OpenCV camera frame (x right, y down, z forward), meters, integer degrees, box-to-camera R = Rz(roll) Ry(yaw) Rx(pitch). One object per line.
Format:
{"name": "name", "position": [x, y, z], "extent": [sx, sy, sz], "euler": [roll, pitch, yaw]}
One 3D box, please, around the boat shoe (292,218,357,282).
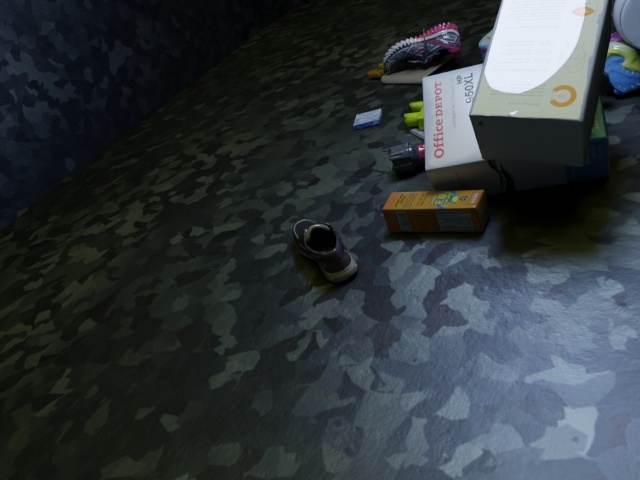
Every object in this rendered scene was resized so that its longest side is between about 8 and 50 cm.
{"name": "boat shoe", "position": [0.000, 0.000, 1.481], "extent": [0.103, 0.092, 0.285], "euler": [-27, 31, -8]}

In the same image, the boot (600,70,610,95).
{"name": "boot", "position": [0.670, -0.498, 1.744], "extent": [0.338, 0.118, 0.223], "euler": [10, 60, 45]}

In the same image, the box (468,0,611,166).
{"name": "box", "position": [0.466, -0.349, 1.284], "extent": [0.215, 0.168, 0.345], "euler": [10, 69, 28]}

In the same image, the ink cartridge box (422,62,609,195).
{"name": "ink cartridge box", "position": [0.451, -0.274, 1.457], "extent": [0.395, 0.166, 0.285], "euler": [-8, 62, 23]}

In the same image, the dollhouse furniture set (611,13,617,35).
{"name": "dollhouse furniture set", "position": [0.958, -0.725, 1.954], "extent": [0.123, 0.151, 0.144], "euler": [-28, 29, -9]}

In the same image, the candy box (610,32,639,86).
{"name": "candy box", "position": [0.844, -0.525, 1.791], "extent": [0.233, 0.071, 0.159], "euler": [-29, 32, -10]}

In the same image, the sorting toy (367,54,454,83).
{"name": "sorting toy", "position": [0.341, -0.664, 2.364], "extent": [0.307, 0.041, 0.229], "euler": [15, 51, 46]}

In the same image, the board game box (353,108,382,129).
{"name": "board game box", "position": [0.162, -0.413, 2.096], "extent": [0.090, 0.020, 0.090], "euler": [-10, 33, 20]}

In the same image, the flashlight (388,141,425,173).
{"name": "flashlight", "position": [0.337, -0.251, 1.655], "extent": [0.304, 0.103, 0.103], "euler": [-11, 35, 15]}

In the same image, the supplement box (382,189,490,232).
{"name": "supplement box", "position": [0.268, -0.068, 1.435], "extent": [0.233, 0.080, 0.078], "euler": [2, 40, 31]}

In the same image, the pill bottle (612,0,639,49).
{"name": "pill bottle", "position": [0.885, -0.627, 1.631], "extent": [0.204, 0.204, 0.361], "euler": [-5, 26, 26]}

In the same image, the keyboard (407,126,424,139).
{"name": "keyboard", "position": [0.349, -0.312, 1.833], "extent": [0.072, 0.014, 0.256], "euler": [-23, 31, -12]}

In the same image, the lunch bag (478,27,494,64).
{"name": "lunch bag", "position": [0.689, -0.676, 2.090], "extent": [0.224, 0.108, 0.279], "euler": [17, 49, 43]}

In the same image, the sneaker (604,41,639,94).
{"name": "sneaker", "position": [0.859, -0.434, 1.643], "extent": [0.240, 0.126, 0.091], "euler": [30, 26, 22]}

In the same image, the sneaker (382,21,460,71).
{"name": "sneaker", "position": [0.364, -0.685, 2.247], "extent": [0.299, 0.112, 0.121], "euler": [-17, -9, 33]}

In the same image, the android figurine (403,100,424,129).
{"name": "android figurine", "position": [0.398, -0.405, 1.891], "extent": [0.273, 0.056, 0.248], "euler": [-2, 34, 27]}
